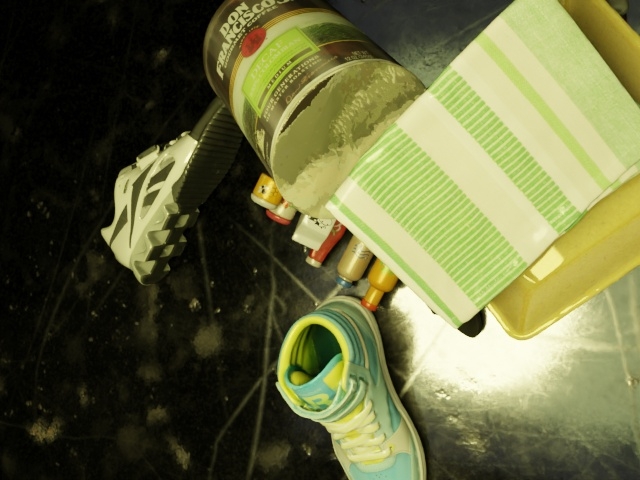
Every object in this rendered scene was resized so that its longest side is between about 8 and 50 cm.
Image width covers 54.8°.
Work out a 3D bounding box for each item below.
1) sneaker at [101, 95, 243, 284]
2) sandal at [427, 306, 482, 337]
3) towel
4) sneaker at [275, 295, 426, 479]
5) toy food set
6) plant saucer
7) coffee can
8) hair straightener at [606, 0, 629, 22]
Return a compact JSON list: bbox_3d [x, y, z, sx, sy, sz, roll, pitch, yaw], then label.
[{"bbox_3d":[-0.244,-0.104,0.966,0.146,0.122,0.331,37,101,16],"label":"sneaker"},{"bbox_3d":[0.150,0.060,0.814,0.179,0.040,0.067,57,151,-12],"label":"sandal"},{"bbox_3d":[0.195,-0.076,0.695,0.248,0.038,0.325,42,104,-15],"label":"towel"},{"bbox_3d":[0.033,0.233,0.800,0.127,0.208,0.319,-24,80,18],"label":"sneaker"},{"bbox_3d":[0.000,0.000,0.865,0.232,0.111,0.105,25,99,-11],"label":"toy food set"},{"bbox_3d":[0.285,-0.100,0.783,0.332,0.081,0.333,-39,75,16],"label":"plant saucer"},{"bbox_3d":[-0.013,-0.187,0.781,0.201,0.201,0.275,-47,45,14],"label":"coffee can"},{"bbox_3d":[0.356,-0.383,0.760,0.047,0.089,0.231,1,89,23],"label":"hair straightener"}]
